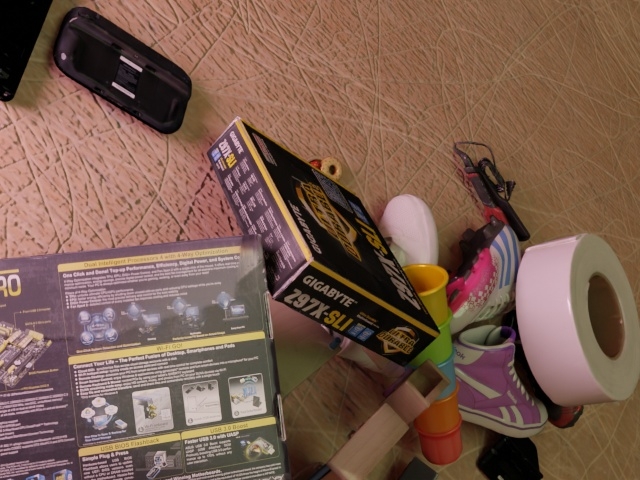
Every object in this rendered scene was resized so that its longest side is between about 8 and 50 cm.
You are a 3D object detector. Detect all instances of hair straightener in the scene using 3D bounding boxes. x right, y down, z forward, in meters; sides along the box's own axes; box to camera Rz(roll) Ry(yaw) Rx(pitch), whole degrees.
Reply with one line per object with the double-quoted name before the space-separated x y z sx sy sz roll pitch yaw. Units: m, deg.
"hair straightener" 0.311 -0.088 1.819 0.230 0.047 0.089 55 51 -14

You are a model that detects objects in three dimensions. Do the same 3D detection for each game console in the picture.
"game console" -0.317 -0.242 1.276 0.361 0.044 0.213 30 64 -34
"game console" 0.325 0.374 1.749 0.107 0.071 0.122 -45 114 -6

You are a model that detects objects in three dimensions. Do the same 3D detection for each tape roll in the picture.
"tape roll" 0.436 0.133 1.695 0.286 0.100 0.286 22 61 -47

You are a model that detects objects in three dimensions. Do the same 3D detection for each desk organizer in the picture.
"desk organizer" 0.122 0.397 1.532 0.047 0.050 0.130 36 70 7

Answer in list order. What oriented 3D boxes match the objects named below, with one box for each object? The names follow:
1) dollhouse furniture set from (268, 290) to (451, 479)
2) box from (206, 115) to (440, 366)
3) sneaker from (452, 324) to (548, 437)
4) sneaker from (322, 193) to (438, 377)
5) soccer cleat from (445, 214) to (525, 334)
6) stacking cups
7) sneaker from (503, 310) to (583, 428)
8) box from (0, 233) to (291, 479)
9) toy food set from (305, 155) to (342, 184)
"dollhouse furniture set" -0.040 0.200 1.397 0.303 0.198 0.286 47 44 6
"box" 0.000 0.000 1.350 0.257 0.079 0.322 33 19 -39
"sneaker" 0.305 0.226 1.652 0.282 0.102 0.161 20 106 -39
"sneaker" 0.083 0.048 1.533 0.169 0.108 0.293 23 68 -40
"soccer cleat" 0.275 0.080 1.651 0.143 0.116 0.331 50 37 -8
"stacking cups" 0.155 0.193 1.494 0.096 0.096 0.316 -33 125 -41
"sneaker" 0.387 0.200 1.784 0.135 0.097 0.276 -4 82 -43
"box" -0.243 0.168 1.127 0.394 0.097 0.318 -7 87 -19
"toy food set" 0.003 -0.089 1.547 0.083 0.020 0.083 2 80 -42
